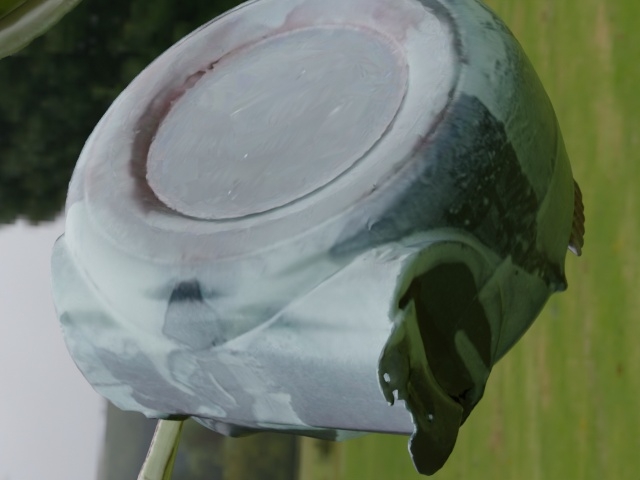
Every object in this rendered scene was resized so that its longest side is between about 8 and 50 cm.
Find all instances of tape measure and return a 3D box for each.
[{"bbox_3d":[-0.002,-0.010,0.915,0.275,0.256,0.147,-62,-41,-35],"label":"tape measure"}]

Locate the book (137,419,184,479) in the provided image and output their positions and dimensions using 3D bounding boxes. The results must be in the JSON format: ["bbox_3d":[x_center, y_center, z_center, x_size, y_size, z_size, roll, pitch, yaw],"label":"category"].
[{"bbox_3d":[-0.136,0.243,1.294,0.162,0.022,0.231,-77,0,-73],"label":"book"}]

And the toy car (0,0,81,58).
[{"bbox_3d":[-0.150,-0.109,0.447,0.145,0.235,0.235,-138,51,-67],"label":"toy car"}]
